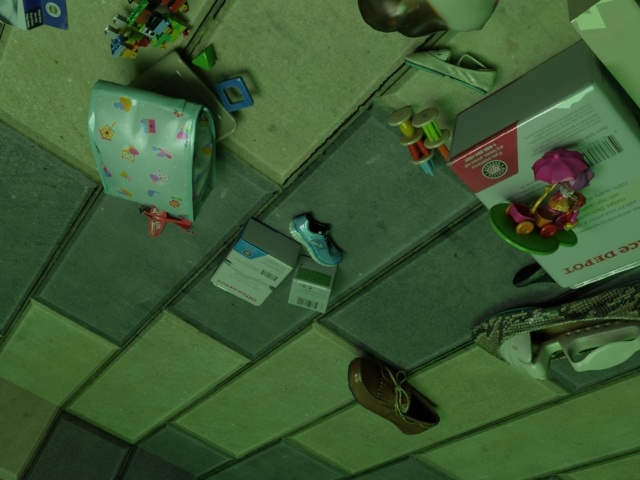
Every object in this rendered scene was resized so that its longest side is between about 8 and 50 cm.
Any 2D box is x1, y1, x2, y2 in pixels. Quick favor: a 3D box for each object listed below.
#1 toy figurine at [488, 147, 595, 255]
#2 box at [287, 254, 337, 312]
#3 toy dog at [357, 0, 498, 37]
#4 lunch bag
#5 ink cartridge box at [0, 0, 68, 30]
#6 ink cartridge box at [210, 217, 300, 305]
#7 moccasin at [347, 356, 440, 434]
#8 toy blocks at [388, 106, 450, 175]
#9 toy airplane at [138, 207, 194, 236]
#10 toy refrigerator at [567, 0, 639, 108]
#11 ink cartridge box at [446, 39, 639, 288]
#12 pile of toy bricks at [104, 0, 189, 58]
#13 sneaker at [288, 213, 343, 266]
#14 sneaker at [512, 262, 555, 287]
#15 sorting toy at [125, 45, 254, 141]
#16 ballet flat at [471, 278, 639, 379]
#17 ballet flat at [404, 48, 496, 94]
[{"bbox_3d":[0.389,-0.074,1.024,0.173,0.130,0.159,7,130,-18],"label":"toy figurine"},{"bbox_3d":[-0.020,0.110,1.573,0.101,0.087,0.102,16,136,2],"label":"box"},{"bbox_3d":[0.179,-0.453,0.810,0.395,0.285,0.408,17,138,1],"label":"toy dog"},{"bbox_3d":[-0.329,-0.194,1.249,0.223,0.160,0.262,16,140,6],"label":"lunch bag"},{"bbox_3d":[-0.593,-0.510,1.161,0.223,0.045,0.223,17,136,0],"label":"ink cartridge box"},{"bbox_3d":[-0.165,0.058,1.568,0.148,0.086,0.203,30,136,-13],"label":"ink cartridge box"},{"bbox_3d":[0.214,0.451,1.805,0.147,0.139,0.380,-23,124,33],"label":"moccasin"},{"bbox_3d":[0.208,-0.182,1.202,0.123,0.054,0.148,19,152,54],"label":"toy blocks"},{"bbox_3d":[-0.383,-0.054,1.566,0.151,0.028,0.151,9,137,9],"label":"toy airplane"},{"bbox_3d":[0.503,-0.296,0.990,0.269,0.102,0.094,38,133,-21],"label":"toy refrigerator"},{"bbox_3d":[0.462,-0.119,1.137,0.279,0.160,0.384,-29,119,38],"label":"ink cartridge box"},{"bbox_3d":[-0.294,-0.400,1.150,0.212,0.118,0.105,-35,149,30],"label":"pile of toy bricks"},{"bbox_3d":[0.000,0.000,1.476,0.073,0.063,0.162,-30,120,34],"label":"sneaker"},{"bbox_3d":[0.521,0.076,1.395,0.089,0.051,0.170,36,130,-12],"label":"sneaker"},{"bbox_3d":[-0.289,-0.279,1.299,0.347,0.047,0.196,-22,120,34],"label":"sorting toy"},{"bbox_3d":[0.564,0.225,1.437,0.482,0.182,0.164,-21,126,33],"label":"ballet flat"},{"bbox_3d":[0.232,-0.311,1.107,0.168,0.057,0.052,19,109,-7],"label":"ballet flat"}]
